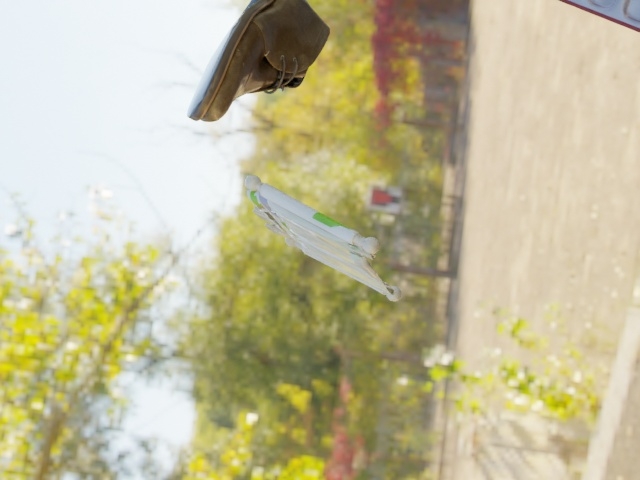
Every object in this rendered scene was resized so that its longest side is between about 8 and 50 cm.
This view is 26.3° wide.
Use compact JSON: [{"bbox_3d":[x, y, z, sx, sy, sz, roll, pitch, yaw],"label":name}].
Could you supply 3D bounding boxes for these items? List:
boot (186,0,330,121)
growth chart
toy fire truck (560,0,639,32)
[{"bbox_3d":[-0.068,-0.222,1.669,0.112,0.115,0.305,-45,11,39],"label":"boot"},{"bbox_3d":[0.000,0.000,1.356,0.021,0.172,0.237,-58,-18,-8],"label":"growth chart"},{"bbox_3d":[0.478,-0.391,1.832,0.169,0.302,0.254,-25,-41,-63],"label":"toy fire truck"}]
